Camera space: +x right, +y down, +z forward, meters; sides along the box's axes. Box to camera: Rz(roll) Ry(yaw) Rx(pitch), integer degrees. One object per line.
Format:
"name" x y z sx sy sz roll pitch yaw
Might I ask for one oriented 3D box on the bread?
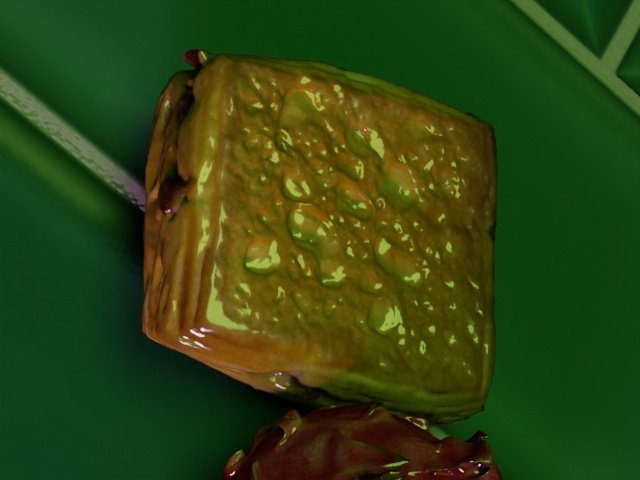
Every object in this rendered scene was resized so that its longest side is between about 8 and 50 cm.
"bread" 0.000 0.000 0.998 0.235 0.099 0.210 14 67 -31

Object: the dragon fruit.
"dragon fruit" 0.023 0.154 0.923 0.136 0.166 0.133 -96 167 -55
